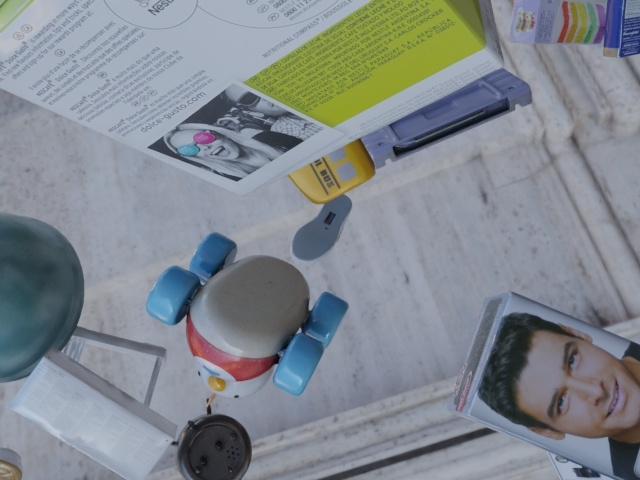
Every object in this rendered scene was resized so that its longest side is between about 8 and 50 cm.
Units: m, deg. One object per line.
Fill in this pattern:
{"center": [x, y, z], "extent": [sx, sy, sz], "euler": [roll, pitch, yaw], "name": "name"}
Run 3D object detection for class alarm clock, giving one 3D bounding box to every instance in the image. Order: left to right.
{"center": [-0.172, 0.382, 1.082], "extent": [0.192, 0.129, 0.064], "euler": [50, 158, -4], "name": "alarm clock"}

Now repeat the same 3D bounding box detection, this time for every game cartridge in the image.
{"center": [0.250, -0.289, 1.375], "extent": [0.230, 0.355, 0.068], "euler": [-109, -5, -55], "name": "game cartridge"}

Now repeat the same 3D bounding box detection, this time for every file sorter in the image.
{"center": [-0.423, 0.281, 1.239], "extent": [0.277, 0.193, 0.173], "euler": [135, 149, -71], "name": "file sorter"}

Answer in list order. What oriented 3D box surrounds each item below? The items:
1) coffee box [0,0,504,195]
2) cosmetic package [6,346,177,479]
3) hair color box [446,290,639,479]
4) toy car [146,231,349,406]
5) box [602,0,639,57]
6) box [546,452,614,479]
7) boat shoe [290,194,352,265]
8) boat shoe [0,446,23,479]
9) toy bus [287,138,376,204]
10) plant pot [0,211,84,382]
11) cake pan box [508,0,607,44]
{"center": [-0.076, -0.295, 0.585], "extent": [0.334, 0.338, 0.337], "euler": [22, -125, -48], "name": "coffee box"}
{"center": [-0.355, 0.278, 0.988], "extent": [0.239, 0.099, 0.060], "euler": [37, -177, -10], "name": "cosmetic package"}
{"center": [0.396, 0.232, 0.900], "extent": [0.113, 0.375, 0.185], "euler": [113, 180, -79], "name": "hair color box"}
{"center": [-0.116, 0.154, 0.853], "extent": [0.237, 0.219, 0.210], "euler": [-66, -7, 29], "name": "toy car"}
{"center": [0.487, -0.394, 0.917], "extent": [0.036, 0.137, 0.225], "euler": [-139, 39, -58], "name": "box"}
{"center": [0.571, 0.419, 1.359], "extent": [0.289, 0.169, 0.087], "euler": [60, -142, -25], "name": "box"}
{"center": [0.000, 0.000, 1.073], "extent": [0.183, 0.065, 0.083], "euler": [-53, -12, -43], "name": "boat shoe"}
{"center": [-0.562, 0.373, 0.979], "extent": [0.098, 0.277, 0.096], "euler": [49, -157, -26], "name": "boat shoe"}
{"center": [-0.053, -0.217, 0.928], "extent": [0.332, 0.130, 0.108], "euler": [59, -167, -13], "name": "toy bus"}
{"center": [-0.562, 0.079, 0.995], "extent": [0.196, 0.293, 0.293], "euler": [57, -165, -75], "name": "plant pot"}
{"center": [0.475, -0.504, 1.168], "extent": [0.070, 0.246, 0.266], "euler": [28, 120, 50], "name": "cake pan box"}
